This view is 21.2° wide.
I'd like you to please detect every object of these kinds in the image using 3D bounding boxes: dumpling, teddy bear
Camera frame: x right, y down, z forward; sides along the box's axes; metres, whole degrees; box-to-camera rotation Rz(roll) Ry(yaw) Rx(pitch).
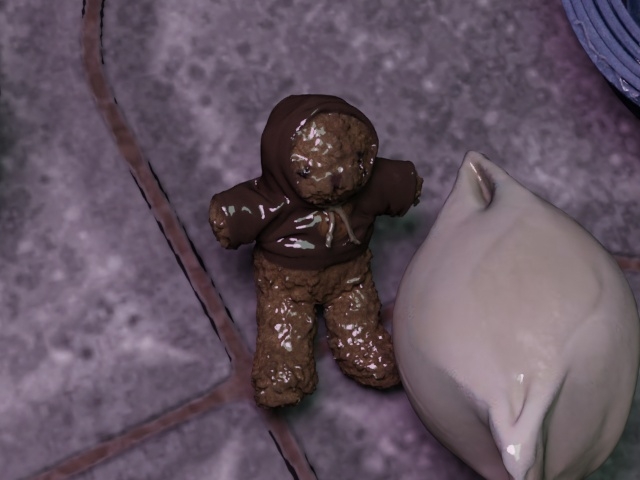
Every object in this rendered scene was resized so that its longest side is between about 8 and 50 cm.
[{"bbox_3d":[0.108,0.061,0.872,0.124,0.151,0.229,-15,49,23],"label":"dumpling"},{"bbox_3d":[-0.003,0.000,0.894,0.119,0.078,0.160,-8,107,-22],"label":"teddy bear"}]

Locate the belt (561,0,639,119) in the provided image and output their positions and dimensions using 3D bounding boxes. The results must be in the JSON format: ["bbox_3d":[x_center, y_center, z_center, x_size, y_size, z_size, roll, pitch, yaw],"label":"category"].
[{"bbox_3d":[0.211,-0.143,0.965,0.141,0.082,0.190,-24,69,16],"label":"belt"}]
